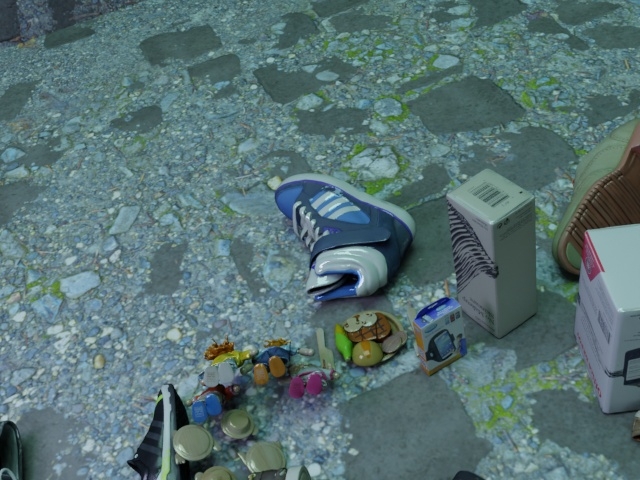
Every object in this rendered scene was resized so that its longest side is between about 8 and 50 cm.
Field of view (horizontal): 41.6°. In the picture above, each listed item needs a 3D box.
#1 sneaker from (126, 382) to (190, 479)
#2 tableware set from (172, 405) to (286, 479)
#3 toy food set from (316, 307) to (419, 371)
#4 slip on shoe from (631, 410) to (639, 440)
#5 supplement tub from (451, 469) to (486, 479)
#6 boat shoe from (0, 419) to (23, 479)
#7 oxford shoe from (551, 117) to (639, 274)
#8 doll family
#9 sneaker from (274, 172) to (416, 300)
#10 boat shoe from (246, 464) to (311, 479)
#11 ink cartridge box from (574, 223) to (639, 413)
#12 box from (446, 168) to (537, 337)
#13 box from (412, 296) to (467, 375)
[{"bbox_3d":[-0.268,0.332,1.359,0.097,0.084,0.234,-14,42,2],"label":"sneaker"},{"bbox_3d":[-0.143,0.334,1.326,0.169,0.020,0.141,-17,55,-31],"label":"tableware set"},{"bbox_3d":[0.086,0.166,1.476,0.192,0.038,0.132,-14,42,0],"label":"toy food set"},{"bbox_3d":[0.511,0.282,1.211,0.135,0.051,0.041,11,61,48],"label":"slip on shoe"},{"bbox_3d":[0.164,0.408,1.142,0.106,0.106,0.198,21,53,33],"label":"supplement tub"},{"bbox_3d":[-0.506,0.409,1.320,0.105,0.113,0.306,-31,33,2],"label":"boat shoe"},{"bbox_3d":[0.536,-0.082,1.589,0.397,0.140,0.146,-46,19,-25],"label":"oxford shoe"},{"bbox_3d":[-0.105,0.206,1.403,0.263,0.118,0.163,-12,1,2],"label":"doll family"},{"bbox_3d":[0.000,0.000,1.611,0.323,0.130,0.236,20,47,25],"label":"sneaker"},{"bbox_3d":[-0.084,0.453,1.158,0.097,0.116,0.324,-6,38,16],"label":"boat shoe"},{"bbox_3d":[0.461,0.121,1.276,0.100,0.237,0.172,-8,42,3],"label":"ink cartridge box"},{"bbox_3d":[0.287,0.025,1.397,0.094,0.275,0.113,-32,44,-19],"label":"box"},{"bbox_3d":[0.197,0.154,1.385,0.081,0.136,0.028,-28,44,-15],"label":"box"}]
